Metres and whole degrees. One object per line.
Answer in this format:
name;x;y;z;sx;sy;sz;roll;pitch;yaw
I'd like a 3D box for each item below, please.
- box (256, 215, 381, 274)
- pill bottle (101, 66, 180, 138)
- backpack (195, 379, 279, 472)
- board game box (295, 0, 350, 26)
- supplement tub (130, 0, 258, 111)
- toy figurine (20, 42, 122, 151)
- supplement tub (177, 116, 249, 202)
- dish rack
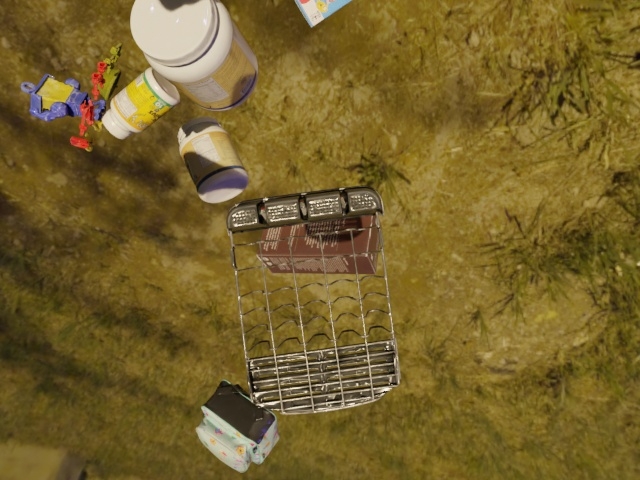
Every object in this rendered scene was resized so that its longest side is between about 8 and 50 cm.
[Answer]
box;0.000;0.000;1.500;0.381;0.191;0.143;-1;149;22
pill bottle;-0.514;-0.382;1.277;0.208;0.118;0.117;-32;132;15
backpack;-0.181;0.430;1.018;0.165;0.144;0.188;22;149;21
board game box;0.067;-0.725;1.196;0.308;0.302;0.086;-28;126;14
supplement tub;-0.322;-0.509;1.203;0.241;0.241;0.331;7;178;10
toy figurine;-0.725;-0.442;1.283;0.217;0.363;0.191;12;141;-15
supplement tub;-0.465;-0.345;1.929;0.228;0.316;0.228;-25;166;-7
dish rack;-0.007;0.071;0.562;0.208;0.272;0.074;-7;179;1
